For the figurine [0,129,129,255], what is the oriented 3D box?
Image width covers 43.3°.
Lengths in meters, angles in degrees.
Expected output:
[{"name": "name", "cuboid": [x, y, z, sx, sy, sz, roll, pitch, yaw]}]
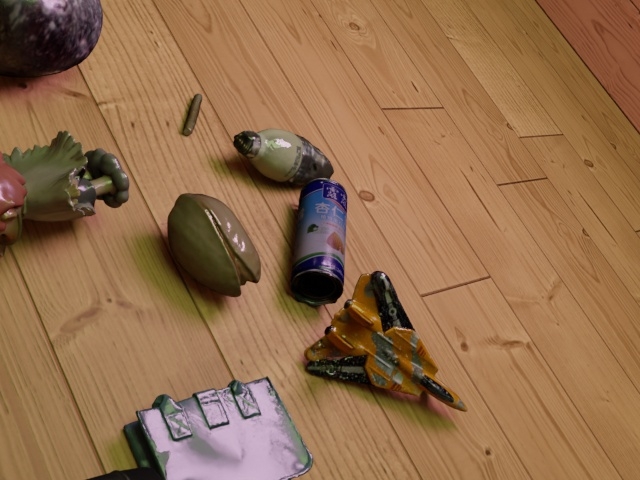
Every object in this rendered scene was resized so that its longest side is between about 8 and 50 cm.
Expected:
[{"name": "figurine", "cuboid": [-0.447, -0.052, 1.096, 0.207, 0.166, 0.387, 25, 30, 35]}]

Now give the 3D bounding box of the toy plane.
[{"name": "toy plane", "cuboid": [0.137, 0.206, 1.380, 0.316, 0.204, 0.103, 38, -2, -30]}]

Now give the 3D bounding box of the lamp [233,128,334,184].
[{"name": "lamp", "cuboid": [-0.064, -0.159, 1.545, 0.250, 0.101, 0.101, 13, 47, -48]}]

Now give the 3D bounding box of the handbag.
[{"name": "handbag", "cuboid": [-0.140, 0.282, 1.119, 0.229, 0.062, 0.179, -8, 58, -43]}]

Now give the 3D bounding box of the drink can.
[{"name": "drink can", "cuboid": [0.000, 0.000, 1.455, 0.097, 0.097, 0.235, 25, 44, -20]}]

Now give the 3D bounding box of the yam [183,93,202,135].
[{"name": "yam", "cuboid": [-0.241, -0.240, 1.524, 0.021, 0.021, 0.116, 27, 43, -19]}]

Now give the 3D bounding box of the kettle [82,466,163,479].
[{"name": "kettle", "cuboid": [-0.295, 0.378, 0.833, 0.271, 0.250, 0.207, -2, 26, -31]}]

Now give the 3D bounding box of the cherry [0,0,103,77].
[{"name": "cherry", "cuboid": [-0.490, -0.383, 1.297, 0.255, 0.218, 0.296, 51, 27, 15]}]

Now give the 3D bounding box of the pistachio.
[{"name": "pistachio", "cuboid": [-0.171, 0.007, 1.284, 0.185, 0.124, 0.124, 46, 40, 7]}]
